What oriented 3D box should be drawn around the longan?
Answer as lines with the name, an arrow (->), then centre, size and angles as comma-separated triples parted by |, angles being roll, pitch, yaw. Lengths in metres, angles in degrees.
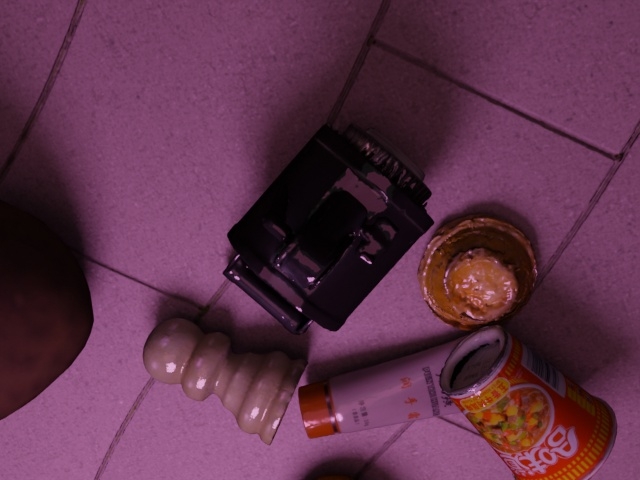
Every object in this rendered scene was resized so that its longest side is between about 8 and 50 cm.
longan -> -0.539, 0.112, 0.987 | 0.405, 0.336, 0.404 | -9, 142, -7

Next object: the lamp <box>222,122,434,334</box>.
lamp -> 0.020, -0.023, 0.938 | 0.205, 0.374, 0.272 | 42, 76, -2

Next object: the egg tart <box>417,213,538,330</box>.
egg tart -> 0.238, 0.058, 1.018 | 0.191, 0.074, 0.191 | 1, 110, 4

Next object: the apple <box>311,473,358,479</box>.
apple -> 0.032, 0.516, 1.139 | 0.237, 0.207, 0.236 | 5, 128, 7

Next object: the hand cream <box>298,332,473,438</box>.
hand cream -> 0.125, 0.247, 1.092 | 0.314, 0.089, 0.139 | -17, 107, 1

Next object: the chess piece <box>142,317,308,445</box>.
chess piece -> -0.162, 0.207, 1.086 | 0.251, 0.144, 0.144 | 25, 109, 4

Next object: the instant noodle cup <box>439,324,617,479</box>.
instant noodle cup -> 0.293, 0.244, 1.005 | 0.212, 0.193, 0.193 | 43, 107, -12
